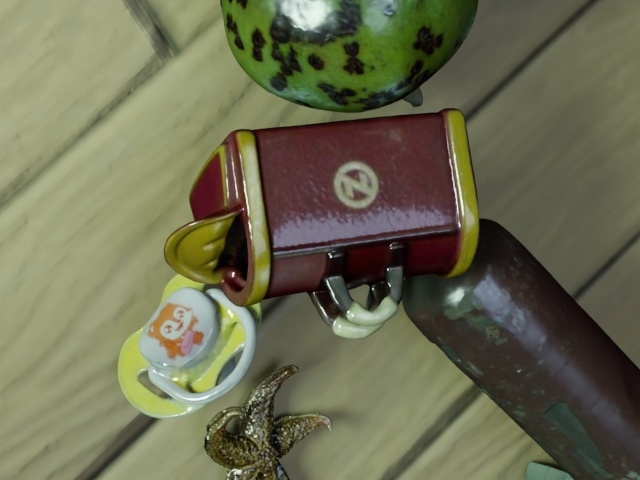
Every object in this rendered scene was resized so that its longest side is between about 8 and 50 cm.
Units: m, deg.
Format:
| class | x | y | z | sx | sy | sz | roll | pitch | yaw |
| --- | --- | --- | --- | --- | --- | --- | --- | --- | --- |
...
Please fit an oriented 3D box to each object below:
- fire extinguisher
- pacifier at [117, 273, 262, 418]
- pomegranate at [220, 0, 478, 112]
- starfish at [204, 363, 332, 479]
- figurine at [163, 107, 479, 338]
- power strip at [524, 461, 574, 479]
| class | x | y | z | sx | sy | sz | roll | pitch | yaw |
| --- | --- | --- | --- | --- | --- | --- | --- | --- | --- |
| fire extinguisher | 0.112 | 0.068 | 0.921 | 0.267 | 0.072 | 0.089 | 44 | 61 | -23 |
| pacifier | -0.056 | 0.055 | 0.836 | 0.083 | 0.068 | 0.064 | -55 | 152 | -9 |
| pomegranate | 0.015 | -0.106 | 0.808 | 0.122 | 0.122 | 0.161 | -45 | 151 | -15 |
| starfish | -0.028 | 0.107 | 0.886 | 0.078 | 0.028 | 0.091 | 7 | 97 | -41 |
| figurine | -0.001 | 0.000 | 0.811 | 0.154 | 0.082 | 0.098 | -9 | 76 | -22 |
| power strip | 0.129 | 0.204 | 1.009 | 0.215 | 0.061 | 0.145 | 15 | 89 | -37 |
